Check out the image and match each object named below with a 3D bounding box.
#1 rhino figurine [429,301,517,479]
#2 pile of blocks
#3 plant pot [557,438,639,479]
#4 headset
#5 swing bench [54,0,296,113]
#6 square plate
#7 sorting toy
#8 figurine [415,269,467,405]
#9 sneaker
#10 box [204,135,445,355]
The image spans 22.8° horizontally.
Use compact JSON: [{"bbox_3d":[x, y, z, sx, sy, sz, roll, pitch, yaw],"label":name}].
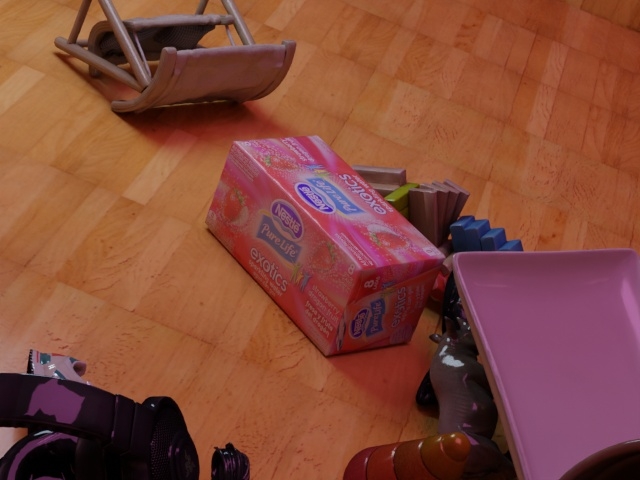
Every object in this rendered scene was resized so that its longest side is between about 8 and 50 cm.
[{"bbox_3d":[0.183,0.178,1.902,0.106,0.073,0.243,4,58,-15],"label":"rhino figurine"},{"bbox_3d":[0.165,0.016,2.159,0.362,0.149,0.112,30,31,16],"label":"pile of blocks"},{"bbox_3d":[0.403,0.353,1.635,0.323,0.323,0.280,37,16,26],"label":"plant pot"},{"bbox_3d":[-0.210,0.209,1.514,0.394,0.243,0.185,36,45,-37],"label":"headset"},{"bbox_3d":[-0.222,-0.296,2.428,0.253,0.165,0.255,-9,46,-43],"label":"swing bench"},{"bbox_3d":[0.319,0.175,1.914,0.347,0.049,0.344,-1,65,-41],"label":"square plate"},{"bbox_3d":[0.182,0.315,1.510,0.365,0.126,0.127,49,40,9],"label":"sorting toy"},{"bbox_3d":[0.240,0.155,2.012,0.214,0.092,0.209,21,56,0],"label":"figurine"},{"bbox_3d":[-0.275,0.173,1.702,0.075,0.057,0.161,5,30,-17],"label":"sneaker"},{"bbox_3d":[0.000,0.000,2.084,0.154,0.142,0.300,-7,39,-39],"label":"box"}]
